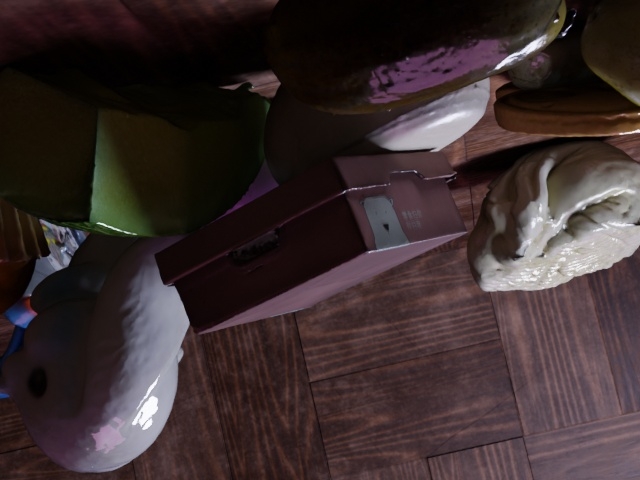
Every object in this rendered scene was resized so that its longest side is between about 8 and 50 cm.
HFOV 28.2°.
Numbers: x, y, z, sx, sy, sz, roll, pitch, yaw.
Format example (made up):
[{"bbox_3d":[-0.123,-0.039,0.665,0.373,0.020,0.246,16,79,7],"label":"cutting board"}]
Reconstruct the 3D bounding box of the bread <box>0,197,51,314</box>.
[{"bbox_3d":[-0.431,0.014,1.277,0.236,0.183,0.389,-3,167,-43],"label":"bread"}]

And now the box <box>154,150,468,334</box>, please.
[{"bbox_3d":[0.000,0.000,1.160,0.215,0.086,0.215,-27,172,30],"label":"box"}]

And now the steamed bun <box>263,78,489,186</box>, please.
[{"bbox_3d":[0.046,-0.131,1.191,0.228,0.130,0.177,-30,167,36],"label":"steamed bun"}]

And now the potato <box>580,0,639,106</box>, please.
[{"bbox_3d":[0.354,-0.195,1.241,0.194,0.157,0.157,11,177,11],"label":"potato"}]

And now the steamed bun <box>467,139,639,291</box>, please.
[{"bbox_3d":[0.384,-0.053,2.068,0.320,0.206,0.275,-13,157,3],"label":"steamed bun"}]

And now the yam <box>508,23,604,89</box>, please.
[{"bbox_3d":[0.347,-0.208,1.367,0.317,0.067,0.071,-10,130,-21],"label":"yam"}]

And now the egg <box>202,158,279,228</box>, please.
[{"bbox_3d":[-0.065,-0.048,1.407,0.271,0.196,0.196,2,170,-8],"label":"egg"}]

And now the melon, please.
[{"bbox_3d":[-0.157,-0.083,1.158,0.323,0.196,0.124,-6,126,-56],"label":"melon"}]

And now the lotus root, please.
[{"bbox_3d":[0.072,-0.170,0.974,0.241,0.124,0.123,-16,-173,9],"label":"lotus root"}]

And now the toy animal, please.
[{"bbox_3d":[-0.196,0.091,1.266,0.174,0.289,0.249,18,166,2],"label":"toy animal"}]

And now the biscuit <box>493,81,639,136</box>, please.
[{"bbox_3d":[0.290,-0.158,1.408,0.202,0.044,0.288,-4,-163,5],"label":"biscuit"}]

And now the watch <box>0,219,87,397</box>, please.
[{"bbox_3d":[-0.399,0.104,1.538,0.275,0.305,0.241,-22,170,12],"label":"watch"}]
